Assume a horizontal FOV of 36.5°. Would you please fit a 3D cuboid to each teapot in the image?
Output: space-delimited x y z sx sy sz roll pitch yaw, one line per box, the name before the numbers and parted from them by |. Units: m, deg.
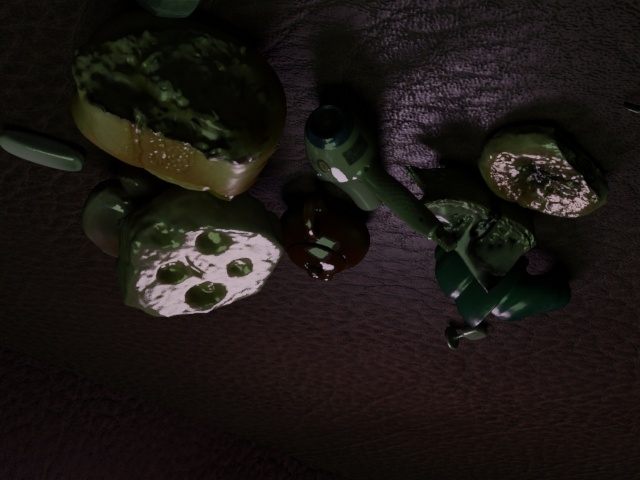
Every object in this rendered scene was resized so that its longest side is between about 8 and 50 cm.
teapot | 0.000 0.000 1.819 0.178 0.135 0.252 4 154 12

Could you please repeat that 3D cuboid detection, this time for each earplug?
earplug | 0.339 0.073 1.816 0.280 0.257 0.164 37 122 -4

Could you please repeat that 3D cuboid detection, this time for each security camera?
security camera | 0.331 0.208 2.182 0.092 0.058 0.058 -21 139 33

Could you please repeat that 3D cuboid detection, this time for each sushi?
sushi | 0.262 -0.053 1.613 0.109 0.134 0.273 -24 122 34

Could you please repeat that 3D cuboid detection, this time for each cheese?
cheese | -0.231 0.021 1.768 0.326 0.115 0.318 -25 146 11

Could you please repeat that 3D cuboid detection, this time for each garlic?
garlic | -0.319 -0.053 1.857 0.279 0.132 0.325 -22 141 18

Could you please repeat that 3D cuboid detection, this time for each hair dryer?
hair dryer | 0.094 -0.078 1.563 0.298 0.119 0.296 47 178 5

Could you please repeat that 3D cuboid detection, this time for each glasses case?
glasses case | -0.532 -0.171 1.852 0.164 0.041 0.063 16 156 -4

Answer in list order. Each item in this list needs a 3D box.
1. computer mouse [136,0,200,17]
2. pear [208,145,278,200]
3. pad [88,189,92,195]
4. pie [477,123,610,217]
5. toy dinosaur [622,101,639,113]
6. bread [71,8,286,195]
computer mouse | -0.190 -0.354 1.258 0.126 0.071 0.231 21 153 -14
pear | -0.149 -0.140 1.623 0.104 0.141 0.141 41 149 -8
pad | -0.394 -0.049 2.077 0.211 0.003 0.143 18 155 -6
pie | 0.340 -0.104 1.518 0.218 0.052 0.185 35 154 -32
toy dinosaur | 0.486 -0.219 1.243 0.179 0.087 0.187 41 157 40
bread | -0.205 -0.204 1.438 0.315 0.211 0.270 24 162 -4
